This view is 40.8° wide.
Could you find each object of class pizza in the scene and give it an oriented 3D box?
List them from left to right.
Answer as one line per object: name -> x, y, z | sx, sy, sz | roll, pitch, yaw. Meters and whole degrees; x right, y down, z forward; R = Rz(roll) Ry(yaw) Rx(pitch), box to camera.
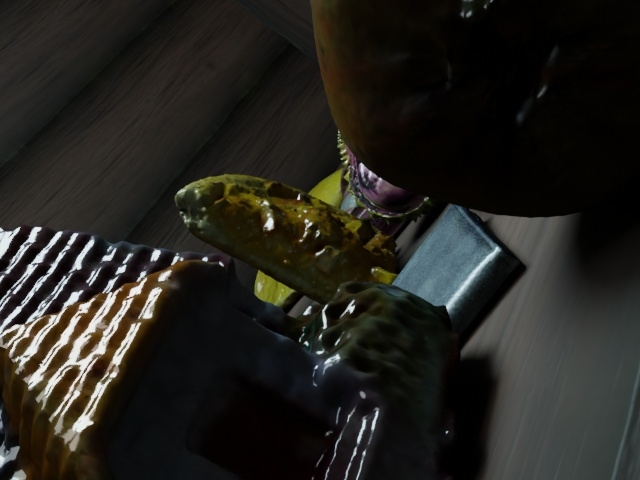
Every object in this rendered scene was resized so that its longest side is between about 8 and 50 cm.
pizza -> -0.029, -0.017, 1.006 | 0.087, 0.268, 0.258 | -62, 7, 11

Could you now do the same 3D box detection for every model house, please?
model house -> -0.139, 0.122, 0.531 | 0.297, 0.339, 0.360 | -51, 10, 41

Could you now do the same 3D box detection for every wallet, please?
wallet -> 0.096, 0.050, 0.748 | 0.167, 0.036, 0.222 | -53, 7, 9

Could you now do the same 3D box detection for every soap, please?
soap -> -0.035, -0.009, 1.931 | 0.306, 0.115, 0.427 | -54, 4, 41

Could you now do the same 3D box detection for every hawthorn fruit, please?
hawthorn fruit -> 0.130, -0.169, 0.571 | 0.268, 0.267, 0.301 | -51, 5, 32

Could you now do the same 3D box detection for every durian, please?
durian -> 0.092, -0.072, 1.096 | 0.108, 0.186, 0.119 | -67, -25, -4

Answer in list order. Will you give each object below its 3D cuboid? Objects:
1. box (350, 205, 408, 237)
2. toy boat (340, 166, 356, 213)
box -> 0.112, -0.070, 1.235 | 0.224, 0.069, 0.120 | -50, 6, 23
toy boat -> 0.061, -0.044, 1.593 | 0.206, 0.096, 0.282 | 122, 169, -57
